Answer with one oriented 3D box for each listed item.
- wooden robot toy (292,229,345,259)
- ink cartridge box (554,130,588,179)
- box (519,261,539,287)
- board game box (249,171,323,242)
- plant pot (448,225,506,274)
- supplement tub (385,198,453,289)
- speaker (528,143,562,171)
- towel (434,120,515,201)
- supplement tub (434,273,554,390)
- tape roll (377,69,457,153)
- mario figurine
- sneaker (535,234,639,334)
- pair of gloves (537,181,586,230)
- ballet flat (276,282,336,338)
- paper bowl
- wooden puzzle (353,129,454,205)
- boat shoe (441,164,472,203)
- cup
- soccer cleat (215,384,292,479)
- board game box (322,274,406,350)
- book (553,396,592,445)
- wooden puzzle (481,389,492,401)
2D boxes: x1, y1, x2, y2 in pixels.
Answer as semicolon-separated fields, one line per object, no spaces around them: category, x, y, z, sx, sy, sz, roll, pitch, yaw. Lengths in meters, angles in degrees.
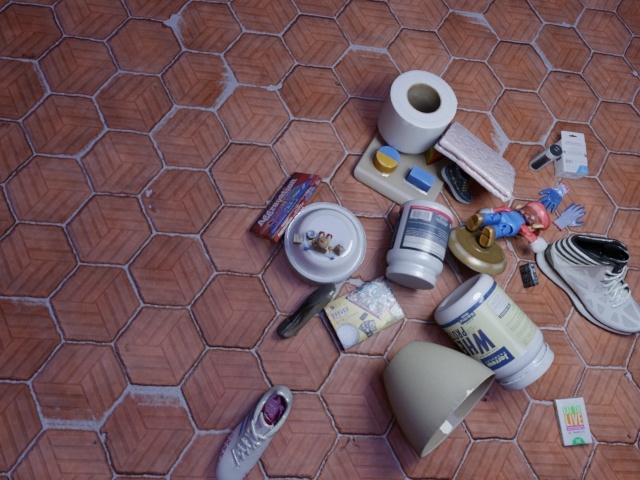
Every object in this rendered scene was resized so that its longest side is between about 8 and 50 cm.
wooden robot toy;0.000;0.000;1.323;0.173;0.079;0.076;19;74;-1
ink cartridge box;1.008;-0.344;1.707;0.104;0.060;0.180;7;74;-5
box;0.759;0.127;1.540;0.018;0.067;0.083;-5;74;-9
board game box;-0.121;-0.124;1.474;0.281;0.145;0.027;-55;130;-17
plant pot;0.558;0.025;1.497;0.236;0.032;0.236;14;40;-12
supplement tub;0.338;0.014;1.455;0.191;0.191;0.272;19;73;-2
speaker;0.875;-0.322;1.645;0.055;0.136;0.055;2;75;-7
towel;0.578;-0.297;1.551;0.317;0.053;0.332;40;36;4
supplement tub;0.561;0.296;1.380;0.235;0.235;0.325;-39;82;-15
tape roll;0.345;-0.463;1.533;0.245;0.169;0.246;3;70;-7
mario figurine;0.695;-0.038;1.548;0.320;0.170;0.198;-8;85;-19
sneaker;0.996;0.154;1.463;0.447;0.257;0.169;42;74;5
pair of gloves;0.953;-0.131;1.661;0.159;0.023;0.198;-33;80;-14
ballet flat;-0.038;0.237;1.388;0.250;0.084;0.058;-43;110;2
paper bowl;0.016;0.007;1.441;0.284;0.148;0.285;1;75;-6
wooden puzzle;0.341;-0.312;1.605;0.322;0.080;0.348;31;73;2
boat shoe;0.528;-0.208;1.566;0.183;0.083;0.065;45;68;-21
cup;0.332;0.447;1.294;0.331;0.331;0.237;-38;56;-15
soccer cleat;-0.202;0.577;1.254;0.116;0.143;0.331;34;73;3
board game box;0.147;0.245;1.443;0.243;0.042;0.165;-25;79;-13
book;0.855;0.613;1.437;0.096;0.035;0.144;-4;76;-4
wooden puzzle;0.545;0.514;1.436;0.083;0.006;0.049;22;73;0
